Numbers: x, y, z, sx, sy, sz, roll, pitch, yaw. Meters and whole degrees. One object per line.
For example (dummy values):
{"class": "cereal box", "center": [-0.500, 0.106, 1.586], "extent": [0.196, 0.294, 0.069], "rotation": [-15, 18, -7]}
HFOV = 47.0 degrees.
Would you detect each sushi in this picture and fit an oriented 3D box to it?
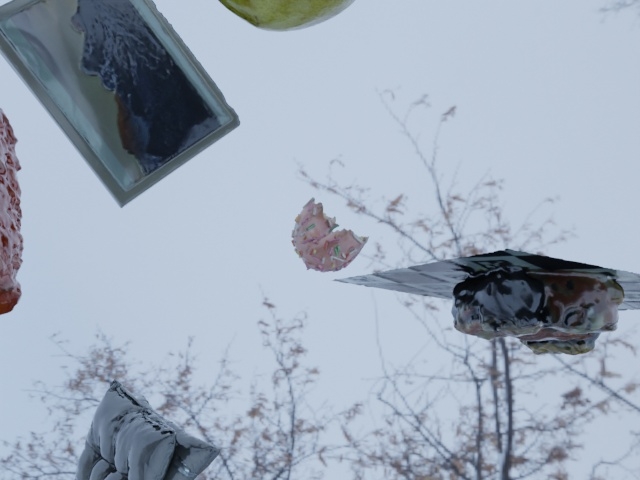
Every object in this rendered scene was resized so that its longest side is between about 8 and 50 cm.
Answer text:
{"class": "sushi", "center": [0.193, 0.073, 0.680], "extent": [0.294, 0.292, 0.059], "rotation": [9, -101, -23]}

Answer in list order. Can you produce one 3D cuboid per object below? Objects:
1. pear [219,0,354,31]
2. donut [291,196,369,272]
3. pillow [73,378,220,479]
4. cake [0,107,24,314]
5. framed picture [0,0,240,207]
{"class": "pear", "center": [-0.029, -0.304, 0.688], "extent": [0.197, 0.197, 0.197], "rotation": [9, -103, -44]}
{"class": "donut", "center": [0.000, 0.000, 1.332], "extent": [0.065, 0.166, 0.117], "rotation": [38, -94, -40]}
{"class": "pillow", "center": [-0.275, 0.382, 1.005], "extent": [0.101, 0.228, 0.326], "rotation": [23, -96, -36]}
{"class": "cake", "center": [-0.492, -0.040, 0.713], "extent": [0.269, 0.319, 0.270], "rotation": [68, -178, -59]}
{"class": "framed picture", "center": [-0.244, -0.198, 0.882], "extent": [0.192, 0.018, 0.265], "rotation": [-40, -83, -24]}
